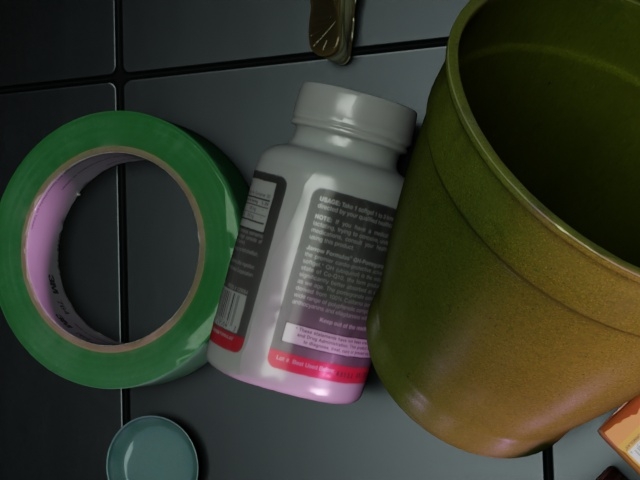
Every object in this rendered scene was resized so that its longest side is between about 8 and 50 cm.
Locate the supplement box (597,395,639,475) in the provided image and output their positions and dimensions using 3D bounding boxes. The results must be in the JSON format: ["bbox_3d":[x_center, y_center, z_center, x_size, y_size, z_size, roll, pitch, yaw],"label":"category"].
[{"bbox_3d":[0.386,0.247,1.246,0.080,0.078,0.233,-45,75,8],"label":"supplement box"}]

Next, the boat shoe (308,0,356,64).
[{"bbox_3d":[0.019,-0.278,1.430,0.056,0.048,0.153,-6,78,31],"label":"boat shoe"}]

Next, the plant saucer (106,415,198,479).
[{"bbox_3d":[-0.193,0.264,1.471,0.119,0.021,0.119,-1,87,19],"label":"plant saucer"}]

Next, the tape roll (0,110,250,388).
[{"bbox_3d":[-0.229,0.012,1.472,0.321,0.077,0.321,-1,86,18],"label":"tape roll"}]

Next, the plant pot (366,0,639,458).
[{"bbox_3d":[0.211,0.013,1.158,0.366,0.366,0.353,46,136,16],"label":"plant pot"}]

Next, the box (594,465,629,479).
[{"bbox_3d":[0.294,0.354,1.221,0.203,0.167,0.168,43,100,16],"label":"box"}]

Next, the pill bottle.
[{"bbox_3d":[0.000,0.000,1.342,0.176,0.176,0.319,16,92,19],"label":"pill bottle"}]
